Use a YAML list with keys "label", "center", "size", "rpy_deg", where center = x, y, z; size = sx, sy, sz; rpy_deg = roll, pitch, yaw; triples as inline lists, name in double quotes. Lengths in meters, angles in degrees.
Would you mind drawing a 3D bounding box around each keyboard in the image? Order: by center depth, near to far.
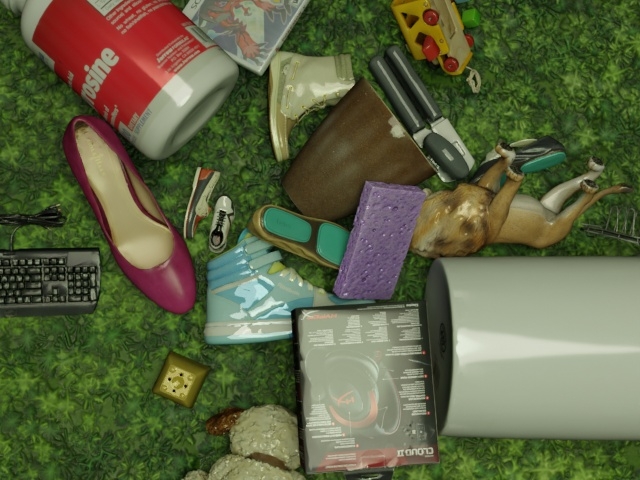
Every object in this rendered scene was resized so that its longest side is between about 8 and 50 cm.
- label: "keyboard"
  center: [-0.553, 0.036, 1.553]
  size: [0.317, 0.033, 0.201]
  rpy_deg: [-2, 85, -6]

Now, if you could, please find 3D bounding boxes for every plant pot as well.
- label: "plant pot"
  center: [-0.248, 0.247, 1.535]
  size: [0.081, 0.083, 0.081]
  rpy_deg: [24, 82, -3]
- label: "plant pot"
  center: [0.051, -0.137, 1.551]
  size: [0.230, 0.215, 0.215]
  rpy_deg: [-37, 89, 9]

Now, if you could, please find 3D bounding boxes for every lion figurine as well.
- label: "lion figurine"
  center: [0.353, -0.045, 1.570]
  size: [0.392, 0.142, 0.240]
  rpy_deg: [10, 128, -21]

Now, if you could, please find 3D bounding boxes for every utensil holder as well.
- label: "utensil holder"
  center: [0.385, 0.178, 1.482]
  size: [0.386, 0.327, 0.327]
  rpy_deg: [2, 85, -4]

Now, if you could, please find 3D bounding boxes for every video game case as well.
- label: "video game case"
  center: [-0.144, -0.422, 1.605]
  size: [0.201, 0.023, 0.183]
  rpy_deg: [29, 83, 15]

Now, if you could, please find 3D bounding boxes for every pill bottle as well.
- label: "pill bottle"
  center: [-0.358, -0.350, 1.505]
  size: [0.408, 0.229, 0.229]
  rpy_deg: [43, 83, 0]

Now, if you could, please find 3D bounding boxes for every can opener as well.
- label: "can opener"
  center: [0.192, -0.236, 1.612]
  size: [0.076, 0.095, 0.283]
  rpy_deg: [-33, 89, -8]

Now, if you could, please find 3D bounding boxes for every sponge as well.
- label: "sponge"
  center: [0.101, 0.004, 1.500]
  size: [0.117, 0.031, 0.210]
  rpy_deg: [3, 114, -35]

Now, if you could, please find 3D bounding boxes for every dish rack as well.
- label: "dish rack"
  center: [0.609, -0.017, 1.543]
  size: [0.272, 0.208, 0.074]
  rpy_deg: [5, 97, -30]

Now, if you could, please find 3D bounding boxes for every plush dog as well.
- label: "plush dog"
  center: [-0.103, 0.390, 1.491]
  size: [0.263, 0.210, 0.225]
  rpy_deg: [14, 67, -3]

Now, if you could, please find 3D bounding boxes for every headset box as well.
- label: "headset box"
  center: [0.069, 0.250, 1.421]
  size: [0.218, 0.110, 0.293]
  rpy_deg: [-4, 83, -7]

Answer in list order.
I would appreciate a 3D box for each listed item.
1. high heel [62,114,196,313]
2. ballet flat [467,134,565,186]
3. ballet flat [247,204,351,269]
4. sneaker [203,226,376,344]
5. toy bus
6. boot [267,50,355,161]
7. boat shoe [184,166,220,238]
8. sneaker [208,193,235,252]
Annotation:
- label: "high heel"
  center: [-0.332, -0.037, 1.503]
  size: [0.127, 0.181, 0.377]
  rpy_deg: [-34, 89, -7]
- label: "ballet flat"
  center: [0.357, -0.146, 1.639]
  size: [0.203, 0.074, 0.074]
  rpy_deg: [-22, 87, -1]
- label: "ballet flat"
  center: [-0.024, -0.004, 1.523]
  size: [0.232, 0.073, 0.080]
  rpy_deg: [25, 68, -27]
- label: "sneaker"
  center: [-0.055, 0.071, 1.550]
  size: [0.319, 0.127, 0.208]
  rpy_deg: [-5, 82, -11]
- label: "toy bus"
  center: [0.208, -0.382, 1.621]
  size: [0.104, 0.191, 0.202]
  rpy_deg: [-4, 83, 38]
- label: "boot"
  center: [-0.015, -0.247, 1.602]
  size: [0.165, 0.077, 0.213]
  rpy_deg: [1, 77, -5]
- label: "boat shoe"
  center: [-0.218, -0.066, 1.585]
  size: [0.043, 0.049, 0.137]
  rpy_deg: [14, 79, -6]
- label: "sneaker"
  center: [-0.179, -0.032, 1.587]
  size: [0.040, 0.044, 0.109]
  rpy_deg: [8, 83, -2]
